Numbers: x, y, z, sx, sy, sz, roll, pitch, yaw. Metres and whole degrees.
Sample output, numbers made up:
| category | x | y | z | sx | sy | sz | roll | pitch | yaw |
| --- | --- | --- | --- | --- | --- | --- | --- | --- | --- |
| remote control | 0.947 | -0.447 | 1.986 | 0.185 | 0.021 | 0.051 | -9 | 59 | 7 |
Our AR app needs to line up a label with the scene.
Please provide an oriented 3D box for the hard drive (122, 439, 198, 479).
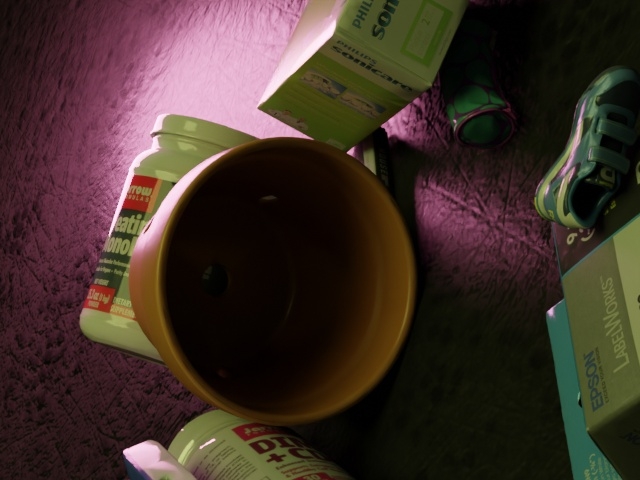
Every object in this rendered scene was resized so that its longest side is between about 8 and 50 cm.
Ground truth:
| category | x | y | z | sx | sy | sz | roll | pitch | yaw |
| --- | --- | --- | --- | --- | --- | --- | --- | --- | --- |
| hard drive | -0.103 | 0.370 | 1.680 | 0.210 | 0.040 | 0.319 | 28 | 134 | 61 |

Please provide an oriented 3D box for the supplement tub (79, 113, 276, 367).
| category | x | y | z | sx | sy | sz | roll | pitch | yaw |
| --- | --- | --- | --- | --- | --- | --- | --- | --- | --- |
| supplement tub | -0.151 | 0.010 | 2.011 | 0.191 | 0.191 | 0.272 | 4 | 75 | 60 |

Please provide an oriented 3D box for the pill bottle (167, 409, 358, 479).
| category | x | y | z | sx | sy | sz | roll | pitch | yaw |
| --- | --- | --- | --- | --- | --- | --- | --- | --- | --- |
| pill bottle | -0.048 | 0.273 | 1.739 | 0.283 | 0.160 | 0.160 | 28 | 94 | 61 |

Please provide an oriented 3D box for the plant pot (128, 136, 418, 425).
| category | x | y | z | sx | sy | sz | roll | pitch | yaw |
| --- | --- | --- | --- | --- | --- | --- | --- | --- | --- |
| plant pot | -0.072 | 0.043 | 1.826 | 0.203 | 0.291 | 0.291 | -3 | 67 | 63 |

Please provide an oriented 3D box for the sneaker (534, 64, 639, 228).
| category | x | y | z | sx | sy | sz | roll | pitch | yaw |
| --- | --- | --- | --- | --- | --- | --- | --- | --- | --- |
| sneaker | 0.231 | -0.073 | 1.431 | 0.144 | 0.053 | 0.059 | -68 | 25 | 12 |

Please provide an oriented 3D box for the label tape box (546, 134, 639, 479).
| category | x | y | z | sx | sy | sz | roll | pitch | yaw |
| --- | --- | --- | --- | --- | --- | --- | --- | --- | --- |
| label tape box | 0.274 | 0.050 | 1.424 | 0.333 | 0.106 | 0.240 | -42 | 36 | 36 |

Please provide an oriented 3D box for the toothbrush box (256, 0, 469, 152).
| category | x | y | z | sx | sy | sz | roll | pitch | yaw |
| --- | --- | --- | --- | --- | --- | --- | --- | --- | --- |
| toothbrush box | 0.058 | -0.237 | 1.873 | 0.206 | 0.122 | 0.283 | -66 | 10 | -19 |

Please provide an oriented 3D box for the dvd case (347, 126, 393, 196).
| category | x | y | z | sx | sy | sz | roll | pitch | yaw |
| --- | --- | --- | --- | --- | --- | --- | --- | --- | --- |
| dvd case | 0.000 | 0.000 | 1.995 | 0.238 | 0.029 | 0.179 | -42 | 37 | 37 |

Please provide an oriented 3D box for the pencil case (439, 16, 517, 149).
| category | x | y | z | sx | sy | sz | roll | pitch | yaw |
| --- | --- | --- | --- | --- | --- | --- | --- | --- | --- |
| pencil case | 0.161 | -0.164 | 1.809 | 0.070 | 0.064 | 0.152 | -28 | 44 | 22 |
